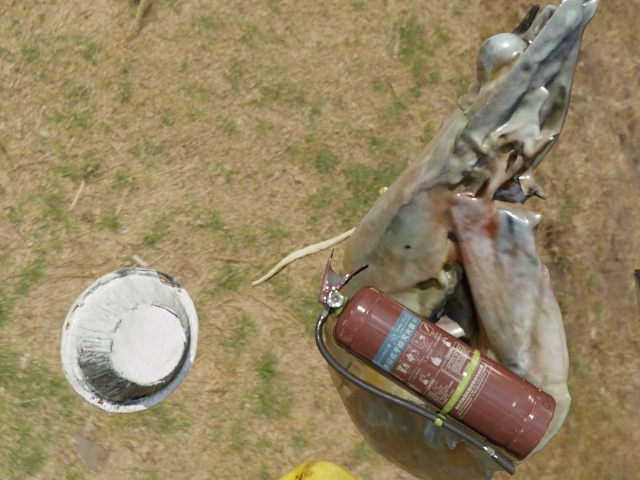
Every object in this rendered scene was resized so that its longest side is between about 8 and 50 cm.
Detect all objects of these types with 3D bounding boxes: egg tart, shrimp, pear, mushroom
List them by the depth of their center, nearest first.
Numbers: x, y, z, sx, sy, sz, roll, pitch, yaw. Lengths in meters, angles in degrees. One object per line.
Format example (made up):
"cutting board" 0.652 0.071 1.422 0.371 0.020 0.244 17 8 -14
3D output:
"shrimp" 0.085 0.023 0.401 0.062 0.316 0.164 -20 52 -42
"mushroom" 0.002 0.005 1.022 0.026 0.286 0.028 11 52 -48
"egg tart" -0.287 0.158 1.141 0.234 0.094 0.234 -3 94 -39
"pear" -0.004 0.520 1.350 0.209 0.209 0.208 5 81 -32

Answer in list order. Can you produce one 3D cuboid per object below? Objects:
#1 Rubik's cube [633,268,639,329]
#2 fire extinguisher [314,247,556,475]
"Rubik's cube" 0.479 0.127 0.834 0.180 0.183 0.167 -86 158 -44
"fire extinguisher" 0.049 0.059 0.363 0.132 0.039 0.056 31 75 9
